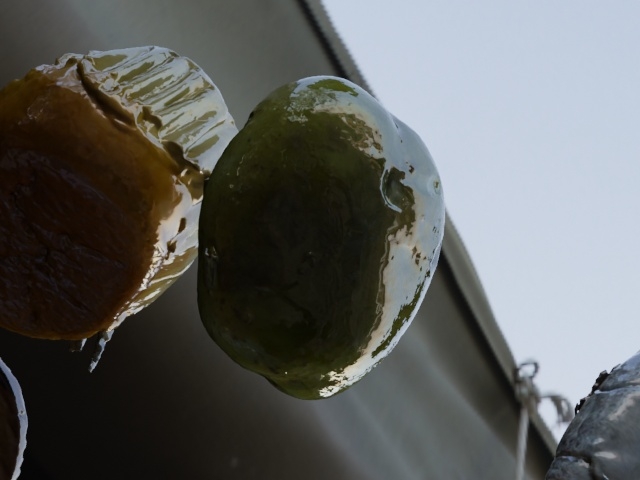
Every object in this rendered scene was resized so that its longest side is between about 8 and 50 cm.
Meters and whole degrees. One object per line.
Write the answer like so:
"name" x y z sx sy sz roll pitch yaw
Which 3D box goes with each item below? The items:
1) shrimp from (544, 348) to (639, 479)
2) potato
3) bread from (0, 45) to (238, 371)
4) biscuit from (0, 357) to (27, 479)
"shrimp" 0.320 0.164 1.269 0.145 0.116 0.343 42 -110 -7
"potato" -0.002 0.000 1.053 0.197 0.148 0.228 35 -91 -8
"bread" -0.236 -0.035 1.313 0.236 0.183 0.388 48 -43 6
"biscuit" -0.400 0.196 1.477 0.176 0.031 0.228 -6 -97 9
